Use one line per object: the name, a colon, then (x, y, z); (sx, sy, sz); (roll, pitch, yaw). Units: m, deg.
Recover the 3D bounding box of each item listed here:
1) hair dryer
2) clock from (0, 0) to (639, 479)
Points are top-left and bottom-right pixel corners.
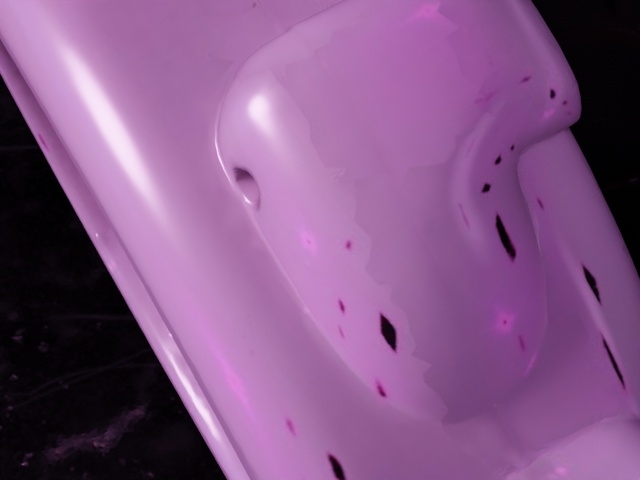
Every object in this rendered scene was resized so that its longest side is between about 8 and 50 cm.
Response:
hair dryer: (0.089, -0.136, 0.479); (0.248, 0.070, 0.114); (101, 173, -46)
clock: (0.000, 0.000, 0.499); (0.322, 0.113, 0.295); (60, 172, 10)
